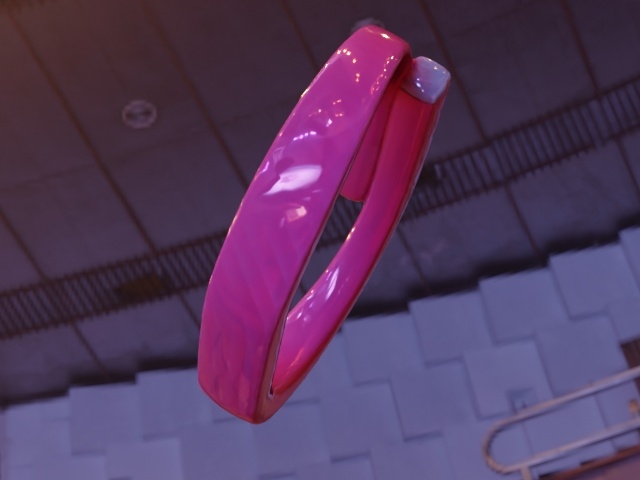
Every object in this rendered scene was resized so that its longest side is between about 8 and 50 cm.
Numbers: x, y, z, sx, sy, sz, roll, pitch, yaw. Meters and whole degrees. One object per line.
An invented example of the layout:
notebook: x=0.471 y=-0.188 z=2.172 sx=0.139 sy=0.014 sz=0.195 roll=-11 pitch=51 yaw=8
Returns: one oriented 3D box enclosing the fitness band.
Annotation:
fitness band: x=0.000 y=0.000 z=0.739 sx=0.054 sy=0.209 sz=0.291 roll=28 pitch=-28 yaw=9
